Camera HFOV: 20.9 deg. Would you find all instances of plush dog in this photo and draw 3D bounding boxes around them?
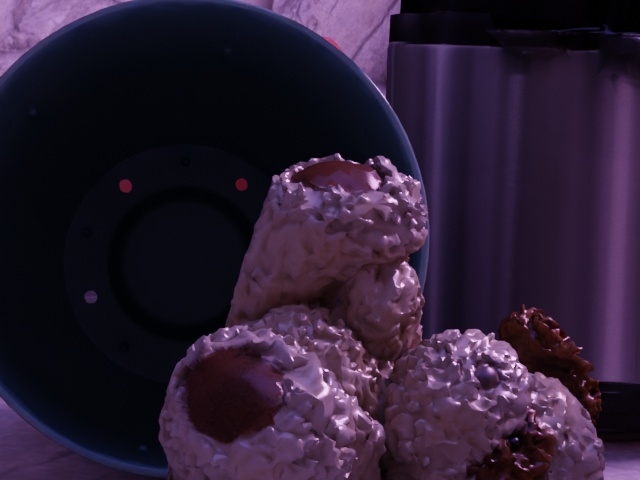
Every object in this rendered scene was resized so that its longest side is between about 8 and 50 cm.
[{"bbox_3d":[0.043,0.110,0.934,0.225,0.210,0.262,18,37,5],"label":"plush dog"}]

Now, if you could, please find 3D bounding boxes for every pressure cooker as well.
[{"bbox_3d":[0.228,-0.081,1.356,0.370,0.420,0.375,6,7,44],"label":"pressure cooker"}]

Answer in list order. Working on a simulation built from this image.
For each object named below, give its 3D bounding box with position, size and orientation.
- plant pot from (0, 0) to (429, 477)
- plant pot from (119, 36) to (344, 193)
[{"bbox_3d":[-0.088,0.007,1.150,0.293,0.293,0.235,3,-6,-4],"label":"plant pot"},{"bbox_3d":[-0.095,-0.051,1.686,0.243,0.275,0.275,-4,6,15],"label":"plant pot"}]
